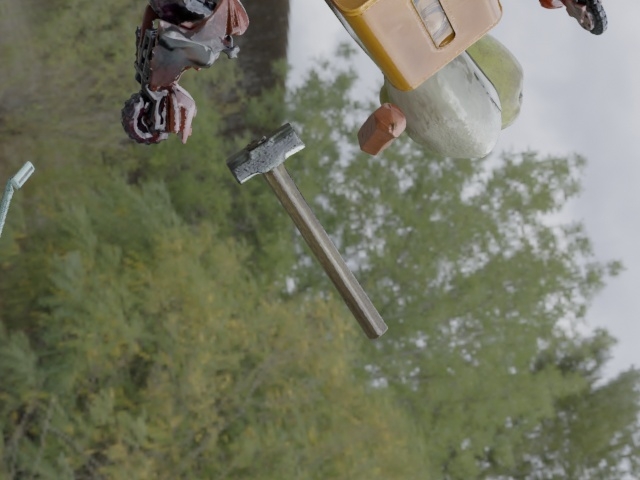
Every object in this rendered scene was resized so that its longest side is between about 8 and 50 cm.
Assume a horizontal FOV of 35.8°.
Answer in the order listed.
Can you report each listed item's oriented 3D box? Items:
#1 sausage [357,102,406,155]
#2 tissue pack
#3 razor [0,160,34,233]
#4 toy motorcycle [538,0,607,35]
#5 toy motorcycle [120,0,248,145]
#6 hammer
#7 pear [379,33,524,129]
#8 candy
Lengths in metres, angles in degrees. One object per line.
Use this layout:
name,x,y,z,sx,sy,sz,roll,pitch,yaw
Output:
sausage,0.106,-0.192,1.695,0.169,0.065,0.065,136,-56,-77
tissue pack,0.106,-0.330,1.263,0.145,0.194,0.274,58,10,21
razor,-0.625,-0.056,1.959,0.211,0.036,0.084,-58,-171,27
toy motorcycle,0.399,-0.479,1.652,0.298,0.089,0.171,63,-2,-33
toy motorcycle,-0.148,-0.200,1.098,0.084,0.118,0.213,52,-48,47
hammer,0.000,0.000,1.481,0.365,0.111,0.043,57,1,-21
pear,0.281,-0.334,2.108,0.253,0.307,0.253,12,90,-83
candy,0.223,-0.263,1.832,0.295,0.185,0.295,50,18,-24
